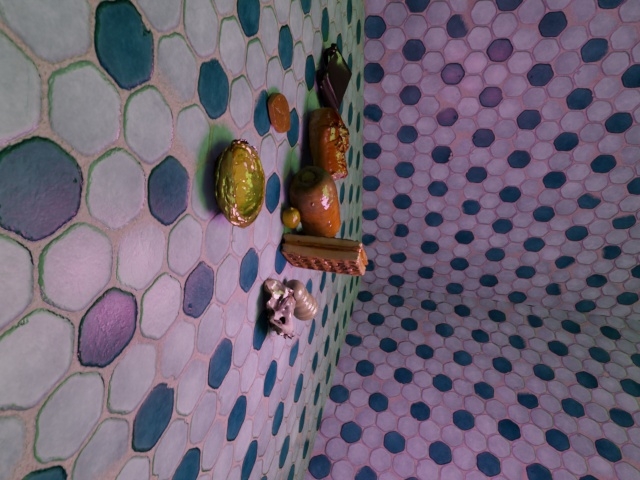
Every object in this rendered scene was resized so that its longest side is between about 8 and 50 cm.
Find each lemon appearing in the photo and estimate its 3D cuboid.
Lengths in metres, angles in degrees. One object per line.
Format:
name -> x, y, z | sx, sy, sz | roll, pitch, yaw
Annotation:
lemon -> -0.131, -0.105, 1.815 | 0.082, 0.082, 0.110 | -65, 155, -51

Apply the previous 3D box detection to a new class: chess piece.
chess piece -> -0.110, 0.280, 2.001 | 0.251, 0.145, 0.144 | 66, 33, -52

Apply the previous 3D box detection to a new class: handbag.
handbag -> 0.064, -0.867, 2.169 | 0.257, 0.114, 0.285 | 55, 50, -61

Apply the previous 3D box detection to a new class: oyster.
oyster -> -0.175, 0.315, 1.792 | 0.351, 0.115, 0.237 | 75, 17, -67

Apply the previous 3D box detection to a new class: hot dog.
hot dog -> 0.052, -0.491, 2.072 | 0.367, 0.196, 0.364 | -41, 122, -77

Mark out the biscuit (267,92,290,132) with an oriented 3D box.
biscuit -> -0.162, -0.505, 1.606 | 0.221, 0.029, 0.141 | 23, 75, -75

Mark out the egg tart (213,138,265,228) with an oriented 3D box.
egg tart -> -0.259, -0.175, 1.263 | 0.279, 0.095, 0.278 | 3, 90, -72

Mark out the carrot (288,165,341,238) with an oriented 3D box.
carrot -> -0.019, -0.174, 1.902 | 0.340, 0.225, 0.224 | 69, 30, -47

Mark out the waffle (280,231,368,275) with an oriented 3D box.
waffle -> 0.022, 0.064, 1.899 | 0.261, 0.377, 0.113 | 61, 39, -64

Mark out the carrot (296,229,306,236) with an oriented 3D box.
carrot -> -0.062, -0.046, 2.149 | 0.342, 0.070, 0.070 | -49, 143, -68

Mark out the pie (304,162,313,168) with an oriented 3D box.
pie -> -0.066, -0.283, 2.050 | 0.185, 0.052, 0.217 | -14, 107, -71
